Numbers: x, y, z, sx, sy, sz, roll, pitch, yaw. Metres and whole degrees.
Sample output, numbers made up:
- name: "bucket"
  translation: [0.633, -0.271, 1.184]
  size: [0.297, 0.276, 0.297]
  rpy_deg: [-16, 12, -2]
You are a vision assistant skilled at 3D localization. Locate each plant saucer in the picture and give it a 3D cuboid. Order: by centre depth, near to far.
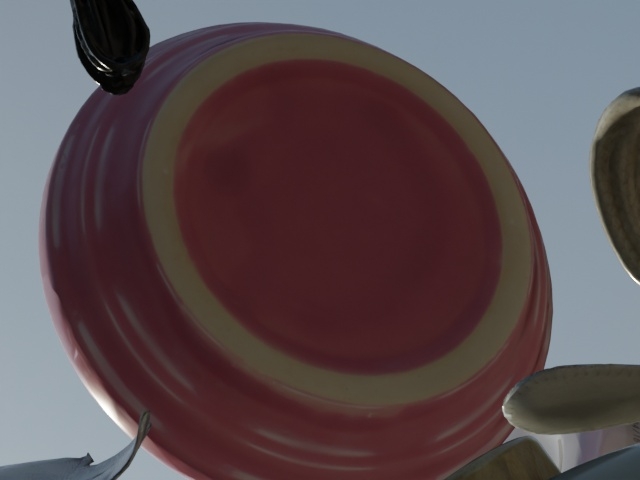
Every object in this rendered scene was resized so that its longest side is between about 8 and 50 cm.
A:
- name: "plant saucer"
  translation: [0.000, 0.000, 1.078]
  size: [0.332, 0.332, 0.084]
  rpy_deg: [-32, -10, -32]

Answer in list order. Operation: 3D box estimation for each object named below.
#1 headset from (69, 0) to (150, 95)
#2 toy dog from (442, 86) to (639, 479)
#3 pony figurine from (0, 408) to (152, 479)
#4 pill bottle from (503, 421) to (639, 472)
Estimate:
- name: "headset"
  translation: [-0.167, -0.148, 0.716]
  size: [0.243, 0.185, 0.394]
  rpy_deg: [-23, -1, 11]
- name: "toy dog"
  translation: [0.121, 0.120, 0.686]
  size: [0.161, 0.220, 0.333]
  rpy_deg: [-25, -37, -43]
- name: "pony figurine"
  translation: [-0.265, 0.183, 0.758]
  size: [0.303, 0.351, 0.363]
  rpy_deg: [40, -135, -72]
- name: "pill bottle"
  translation: [0.346, 0.297, 1.555]
  size: [0.408, 0.229, 0.229]
  rpy_deg: [24, -84, -14]
